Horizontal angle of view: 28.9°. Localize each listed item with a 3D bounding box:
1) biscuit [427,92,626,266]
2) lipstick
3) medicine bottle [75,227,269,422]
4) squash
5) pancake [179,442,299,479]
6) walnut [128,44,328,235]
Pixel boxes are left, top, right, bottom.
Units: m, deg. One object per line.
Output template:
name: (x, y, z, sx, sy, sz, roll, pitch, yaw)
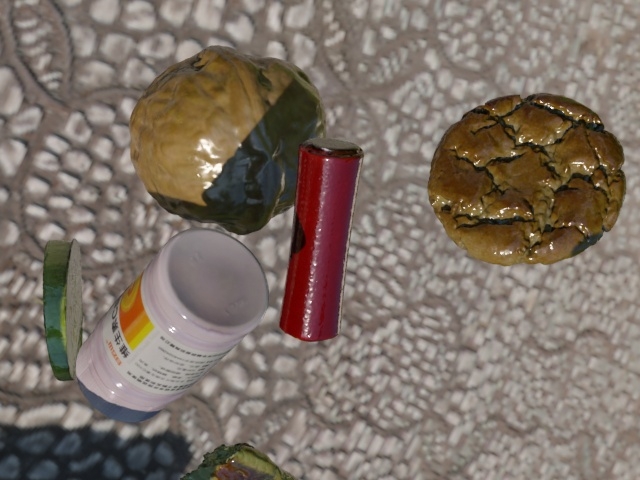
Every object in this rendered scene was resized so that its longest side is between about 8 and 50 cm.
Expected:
biscuit: (0.224, -0.071, 1.345, 0.226, 0.226, 0.042, -49, 155, -20)
lipstick: (0.000, 0.000, 1.468, 0.080, 0.080, 0.241, -12, 116, -44)
medicine bottle: (-0.169, 0.099, 1.376, 0.133, 0.133, 0.250, -21, 165, -40)
squash: (-0.391, 0.108, 1.885, 0.041, 0.219, 0.219, 0, 114, -4)
pancake: (-0.125, 0.443, 1.781, 0.067, 0.305, 0.427, -92, 161, -48)
walnut: (-0.136, -0.157, 1.928, 0.306, 0.344, 0.306, -7, 107, -24)
